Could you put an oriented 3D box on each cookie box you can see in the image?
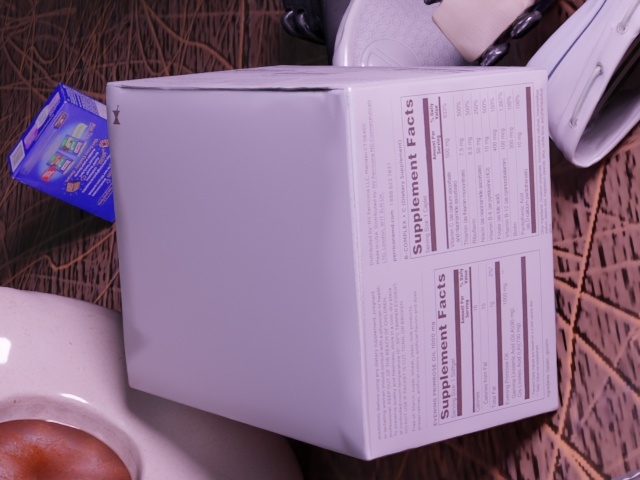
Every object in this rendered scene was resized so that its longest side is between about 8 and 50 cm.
[{"bbox_3d":[-0.209,-0.077,1.496,0.092,0.107,0.040,-51,33,20],"label":"cookie box"}]

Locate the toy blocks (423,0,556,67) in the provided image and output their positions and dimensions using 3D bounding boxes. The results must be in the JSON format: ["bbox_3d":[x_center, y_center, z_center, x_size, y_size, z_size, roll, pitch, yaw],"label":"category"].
[{"bbox_3d":[0.145,-0.331,1.094,0.309,0.260,0.288,51,125,7],"label":"toy blocks"}]

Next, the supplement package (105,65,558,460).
[{"bbox_3d":[0.000,0.000,1.015,0.262,0.145,0.204,9,105,54],"label":"supplement package"}]

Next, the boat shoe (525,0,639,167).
[{"bbox_3d":[0.206,-0.134,0.967,0.226,0.083,0.076,-56,43,36],"label":"boat shoe"}]

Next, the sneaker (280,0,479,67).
[{"bbox_3d":[0.033,-0.146,1.210,0.147,0.104,0.296,138,137,-57],"label":"sneaker"}]

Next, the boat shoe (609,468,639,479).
[{"bbox_3d":[0.079,0.215,0.870,0.335,0.112,0.095,-54,38,24],"label":"boat shoe"}]

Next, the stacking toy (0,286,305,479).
[{"bbox_3d":[-0.230,0.307,1.165,0.351,0.350,0.480,-116,39,-52],"label":"stacking toy"}]
